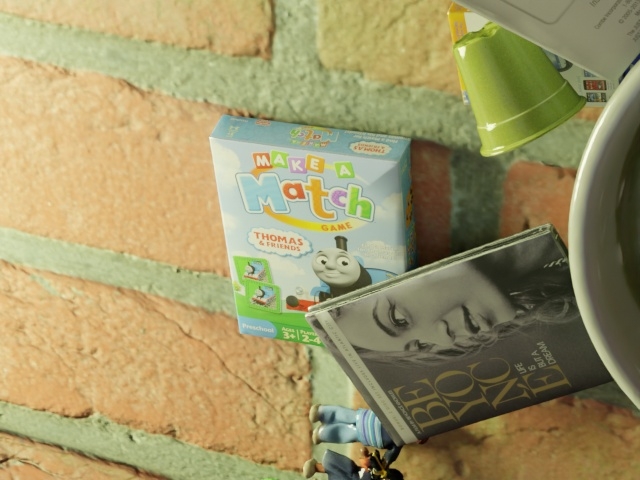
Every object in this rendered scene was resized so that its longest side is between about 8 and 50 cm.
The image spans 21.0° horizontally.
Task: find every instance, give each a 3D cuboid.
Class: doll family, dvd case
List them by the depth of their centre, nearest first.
[{"bbox_3d":[0.122,0.082,1.414,0.221,0.018,0.164,-20,123,24],"label":"dvd case"},{"bbox_3d":[0.053,0.221,1.562,0.111,0.076,0.193,3,126,28],"label":"doll family"}]

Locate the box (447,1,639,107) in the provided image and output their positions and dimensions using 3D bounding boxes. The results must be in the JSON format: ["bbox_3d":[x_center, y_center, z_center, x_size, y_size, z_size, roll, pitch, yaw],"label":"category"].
[{"bbox_3d":[0.164,-0.135,1.241,0.136,0.028,0.081,4,129,24],"label":"box"}]

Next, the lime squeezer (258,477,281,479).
[{"bbox_3d":[-0.025,0.288,1.641,0.059,0.110,0.310,-26,146,20],"label":"lime squeezer"}]

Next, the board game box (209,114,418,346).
[{"bbox_3d":[0.000,0.000,1.421,0.160,0.039,0.211,8,130,18],"label":"board game box"}]

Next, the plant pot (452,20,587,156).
[{"bbox_3d":[0.132,-0.114,1.210,0.083,0.083,0.079,-21,104,36],"label":"plant pot"}]

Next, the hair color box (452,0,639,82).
[{"bbox_3d":[0.076,-0.268,1.070,0.374,0.113,0.185,25,134,-12],"label":"hair color box"}]

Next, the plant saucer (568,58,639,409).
[{"bbox_3d":[0.371,-0.013,1.165,0.400,0.100,0.400,4,116,9],"label":"plant saucer"}]
